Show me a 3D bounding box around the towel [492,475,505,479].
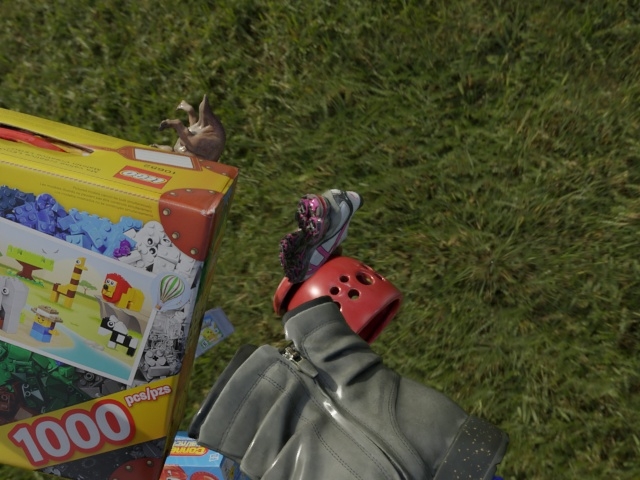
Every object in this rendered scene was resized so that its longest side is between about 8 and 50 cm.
[{"bbox_3d":[0.181,0.426,0.934,0.228,0.308,0.076,47,133,31],"label":"towel"}]

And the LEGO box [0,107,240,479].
[{"bbox_3d":[-0.385,0.047,0.891,0.500,0.193,0.373,14,109,-2],"label":"LEGO box"}]

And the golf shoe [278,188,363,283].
[{"bbox_3d":[0.000,0.000,1.000,0.086,0.186,0.068,-12,65,-28],"label":"golf shoe"}]

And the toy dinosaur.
[{"bbox_3d":[-0.279,-0.191,1.704,0.200,0.127,0.296,32,112,-6],"label":"toy dinosaur"}]

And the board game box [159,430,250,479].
[{"bbox_3d":[-0.272,0.495,1.385,0.301,0.086,0.308,-4,118,17],"label":"board game box"}]

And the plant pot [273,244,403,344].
[{"bbox_3d":[0.022,0.113,1.322,0.174,0.191,0.191,39,97,16],"label":"plant pot"}]

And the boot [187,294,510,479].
[{"bbox_3d":[-0.013,0.147,0.412,0.161,0.246,0.083,33,136,12],"label":"boot"}]

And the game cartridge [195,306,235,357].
[{"bbox_3d":[-0.187,0.148,1.221,0.083,0.017,0.056,-35,103,-11],"label":"game cartridge"}]
